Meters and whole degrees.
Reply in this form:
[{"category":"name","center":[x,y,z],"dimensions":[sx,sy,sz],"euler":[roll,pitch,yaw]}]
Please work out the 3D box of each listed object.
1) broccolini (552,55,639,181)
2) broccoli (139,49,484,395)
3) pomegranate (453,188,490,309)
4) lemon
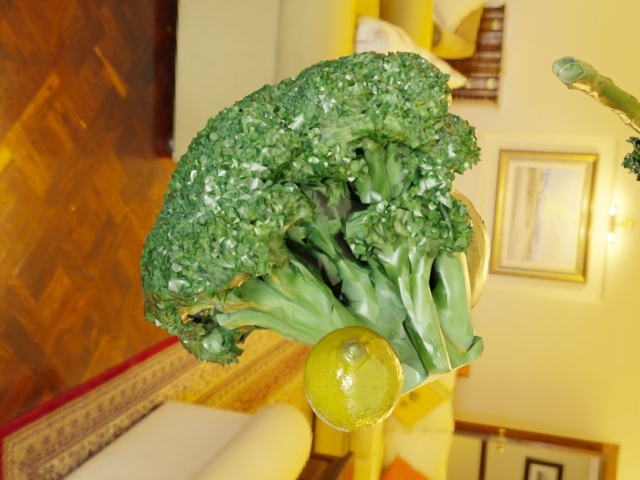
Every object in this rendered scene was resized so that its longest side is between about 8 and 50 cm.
[{"category":"broccolini","center":[0.243,-0.098,0.576],"dimensions":[0.254,0.057,0.071],"euler":[18,95,-44]},{"category":"broccoli","center":[0.000,0.000,0.570],"dimensions":[0.275,0.307,0.308],"euler":[58,9,15]},{"category":"pomegranate","center":[0.119,0.029,1.114],"dimensions":[0.281,0.281,0.281],"euler":[5,90,-74]},{"category":"lemon","center":[0.020,0.083,0.449],"dimensions":[0.083,0.062,0.062],"euler":[87,16,-58]}]
